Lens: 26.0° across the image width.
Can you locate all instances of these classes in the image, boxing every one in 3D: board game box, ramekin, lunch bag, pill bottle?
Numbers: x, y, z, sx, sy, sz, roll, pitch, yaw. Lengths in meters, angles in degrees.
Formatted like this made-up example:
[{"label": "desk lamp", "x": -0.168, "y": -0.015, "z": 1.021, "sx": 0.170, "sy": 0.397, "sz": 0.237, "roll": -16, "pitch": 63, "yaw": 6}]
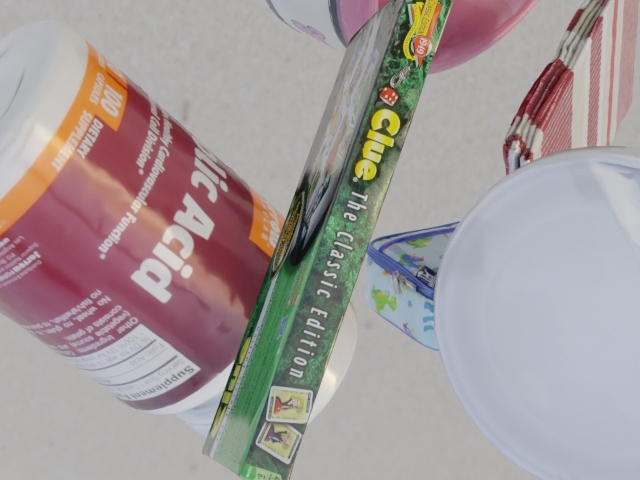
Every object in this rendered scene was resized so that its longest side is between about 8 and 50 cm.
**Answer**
[{"label": "board game box", "x": 0.000, "y": 0.000, "z": 0.739, "sx": 0.030, "sy": 0.260, "sz": 0.136, "roll": 21, "pitch": 173, "yaw": -12}, {"label": "ramekin", "x": 0.234, "y": 0.051, "z": 1.046, "sx": 0.272, "sy": 0.127, "sz": 0.273, "roll": 9, "pitch": 109, "yaw": 28}, {"label": "lunch bag", "x": 0.167, "y": 0.043, "z": 1.546, "sx": 0.219, "sy": 0.176, "sz": 0.090, "roll": -10, "pitch": 117, "yaw": -29}, {"label": "pill bottle", "x": -0.160, "y": 0.012, "z": 1.212, "sx": 0.224, "sy": 0.224, "sz": 0.392, "roll": -21, "pitch": 131, "yaw": 37}]

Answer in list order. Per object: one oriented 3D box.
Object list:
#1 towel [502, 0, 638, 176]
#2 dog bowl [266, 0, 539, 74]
[{"label": "towel", "x": 0.251, "y": -0.115, "z": 1.383, "sx": 0.037, "sy": 0.329, "sz": 0.237, "roll": 16, "pitch": 142, "yaw": 22}, {"label": "dog bowl", "x": 0.130, "y": -0.352, "z": 1.456, "sx": 0.150, "sy": 0.408, "sz": 0.408, "roll": 44, "pitch": 155, "yaw": 29}]
